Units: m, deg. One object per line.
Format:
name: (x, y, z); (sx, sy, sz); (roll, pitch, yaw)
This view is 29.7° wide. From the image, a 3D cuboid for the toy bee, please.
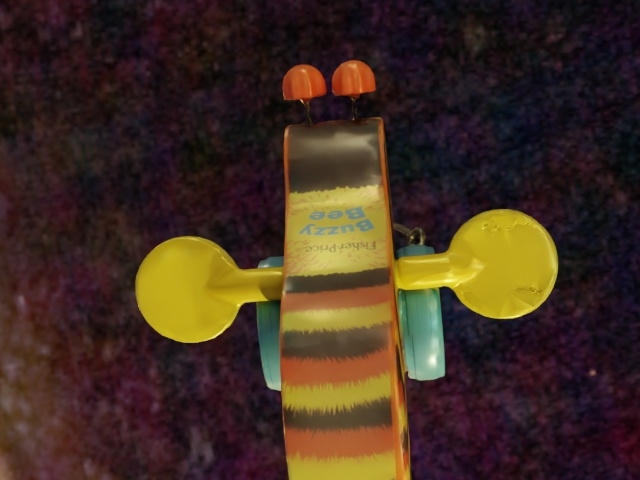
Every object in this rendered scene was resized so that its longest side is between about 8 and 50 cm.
toy bee: (0.000, 0.000, 0.620); (0.298, 0.195, 0.162); (-129, 27, -59)
